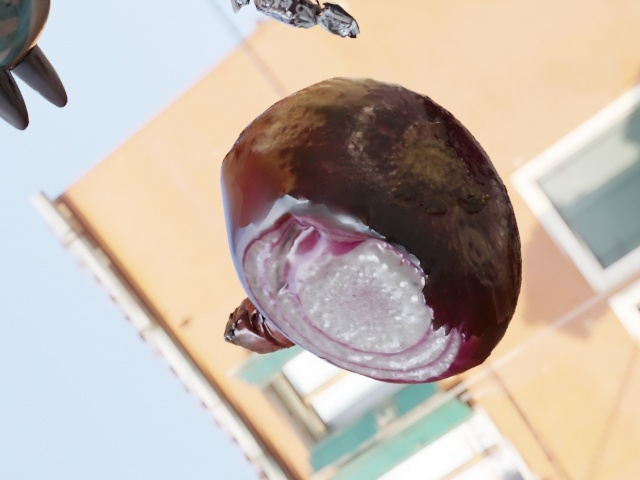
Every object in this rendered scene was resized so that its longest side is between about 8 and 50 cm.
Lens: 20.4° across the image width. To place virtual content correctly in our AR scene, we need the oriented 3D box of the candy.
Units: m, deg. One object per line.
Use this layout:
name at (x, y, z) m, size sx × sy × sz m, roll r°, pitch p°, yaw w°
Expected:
candy at (-0.056, -0.297, 2.221) m, size 0.226 × 0.051 × 0.094 m, roll 19°, pitch -178°, yaw 22°

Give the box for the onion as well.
onion at (0.019, -0.003, 0.966) m, size 0.173 × 0.198 × 0.135 m, roll 44°, pitch -125°, yaw -10°

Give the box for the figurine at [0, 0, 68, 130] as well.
figurine at (-0.418, -0.331, 2.186) m, size 0.378 × 0.361 × 0.266 m, roll 54°, pitch 170°, yaw -29°
